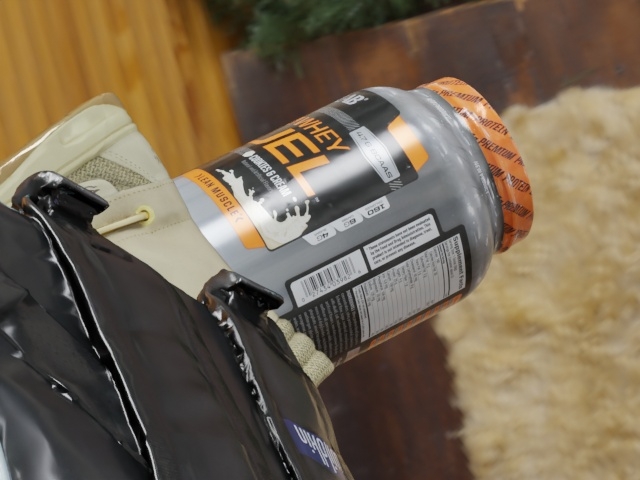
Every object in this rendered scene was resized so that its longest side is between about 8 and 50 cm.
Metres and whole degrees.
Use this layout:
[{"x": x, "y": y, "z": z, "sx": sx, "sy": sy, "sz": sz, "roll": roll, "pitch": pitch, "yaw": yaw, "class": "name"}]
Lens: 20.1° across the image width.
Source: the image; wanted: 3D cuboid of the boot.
[{"x": -0.134, "y": 0.076, "z": 0.882, "sx": 0.203, "sy": 0.262, "sz": 0.095, "roll": 50, "pitch": 149, "yaw": -4, "class": "boot"}]

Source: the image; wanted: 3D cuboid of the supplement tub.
[{"x": 0.000, "y": 0.000, "z": 1.445, "sx": 0.193, "sy": 0.316, "sz": 0.193, "roll": 52, "pitch": 158, "yaw": 30, "class": "supplement tub"}]

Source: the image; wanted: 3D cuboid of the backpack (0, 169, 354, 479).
[{"x": -0.065, "y": 0.132, "z": 0.548, "sx": 0.191, "sy": 0.225, "sz": 0.253, "roll": -45, "pitch": 47, "yaw": 11, "class": "backpack"}]
